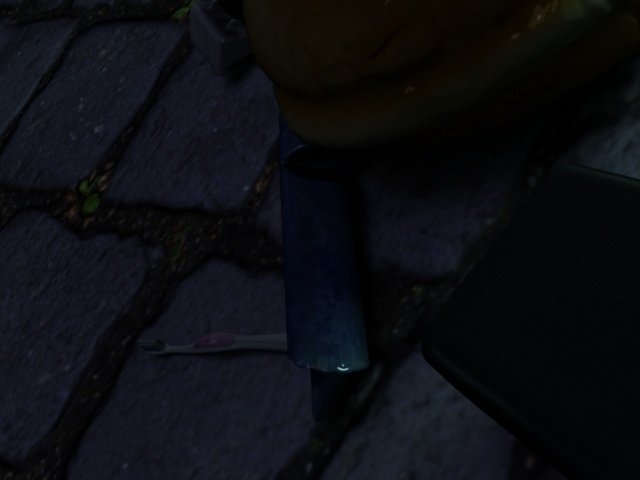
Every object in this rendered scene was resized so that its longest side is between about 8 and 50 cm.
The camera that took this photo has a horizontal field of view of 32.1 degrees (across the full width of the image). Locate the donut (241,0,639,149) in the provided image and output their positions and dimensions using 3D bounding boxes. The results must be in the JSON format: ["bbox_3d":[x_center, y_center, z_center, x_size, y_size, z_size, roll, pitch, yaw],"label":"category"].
[{"bbox_3d":[0.110,-0.261,0.870,0.448,0.198,0.449,-30,39,28],"label":"donut"}]

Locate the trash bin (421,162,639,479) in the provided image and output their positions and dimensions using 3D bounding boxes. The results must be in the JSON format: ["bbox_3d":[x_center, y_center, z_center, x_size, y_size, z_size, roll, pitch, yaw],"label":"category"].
[{"bbox_3d":[0.176,0.060,0.571,0.165,0.115,0.225,-52,33,-4],"label":"trash bin"}]

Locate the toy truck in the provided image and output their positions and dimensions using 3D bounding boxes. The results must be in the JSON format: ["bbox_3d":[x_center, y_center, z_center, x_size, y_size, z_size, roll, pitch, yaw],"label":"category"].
[{"bbox_3d":[-0.064,-0.314,1.137,0.136,0.111,0.286,54,137,47],"label":"toy truck"}]

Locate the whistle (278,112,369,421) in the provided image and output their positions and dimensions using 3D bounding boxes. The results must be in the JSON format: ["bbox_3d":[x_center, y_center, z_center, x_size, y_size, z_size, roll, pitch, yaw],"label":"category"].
[{"bbox_3d":[0.000,0.000,0.864,0.062,0.062,0.304,-31,39,24],"label":"whistle"}]

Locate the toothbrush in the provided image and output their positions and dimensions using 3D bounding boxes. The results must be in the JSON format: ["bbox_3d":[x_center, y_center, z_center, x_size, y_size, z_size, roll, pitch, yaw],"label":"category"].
[{"bbox_3d":[-0.079,0.085,0.907,0.204,0.022,0.017,-6,56,41],"label":"toothbrush"}]
